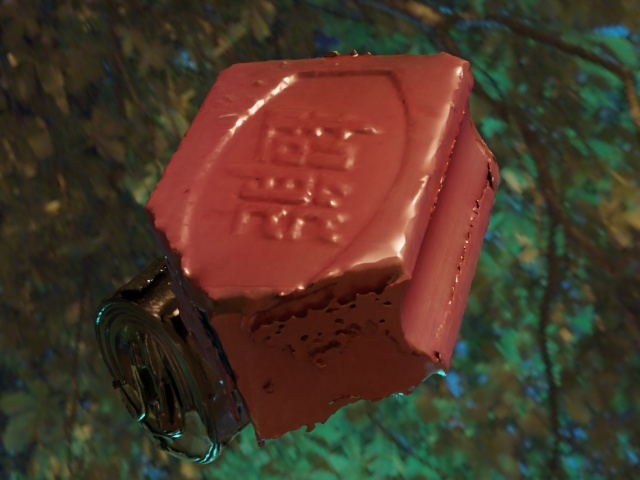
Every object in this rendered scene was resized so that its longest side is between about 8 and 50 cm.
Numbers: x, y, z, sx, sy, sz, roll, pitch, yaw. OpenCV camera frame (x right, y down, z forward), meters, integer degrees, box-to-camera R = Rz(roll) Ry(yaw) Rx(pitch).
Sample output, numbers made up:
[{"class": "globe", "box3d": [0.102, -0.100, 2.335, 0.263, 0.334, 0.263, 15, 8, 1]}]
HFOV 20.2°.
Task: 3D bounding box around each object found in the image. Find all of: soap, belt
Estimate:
[{"class": "soap", "box3d": [0.000, 0.000, 0.957, 0.162, 0.250, 0.099, -1, -55, 15]}, {"class": "belt", "box3d": [-0.090, 0.077, 1.123, 0.058, 0.105, 0.140, -40, -49, -33]}]
